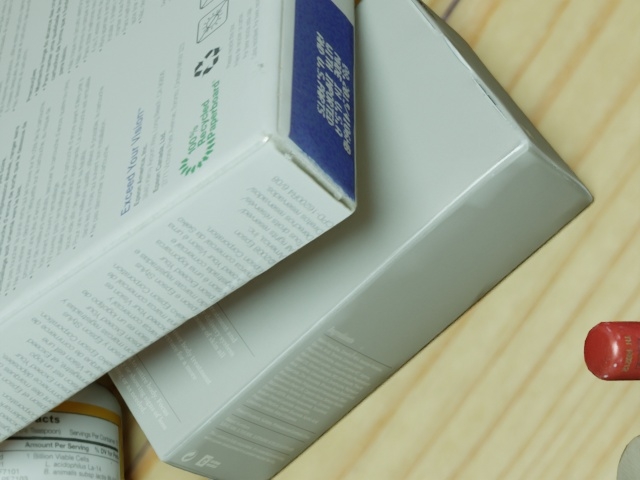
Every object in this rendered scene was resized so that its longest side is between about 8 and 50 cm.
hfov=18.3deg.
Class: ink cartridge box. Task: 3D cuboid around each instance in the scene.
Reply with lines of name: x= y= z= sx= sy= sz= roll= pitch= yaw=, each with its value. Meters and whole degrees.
ink cartridge box: x=-0.124 y=-0.052 z=0.993 sx=0.330 sy=0.071 sz=0.324 roll=-33 pitch=33 yaw=26

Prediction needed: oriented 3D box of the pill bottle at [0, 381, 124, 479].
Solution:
pill bottle: x=-0.157 y=0.143 z=1.009 sx=0.117 sy=0.117 sz=0.215 roll=-13 pitch=69 yaw=24

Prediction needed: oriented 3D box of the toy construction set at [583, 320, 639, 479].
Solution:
toy construction set: x=0.235 y=0.175 z=0.764 sx=0.257 sy=0.237 sz=0.309 roll=-34 pitch=59 yaw=57

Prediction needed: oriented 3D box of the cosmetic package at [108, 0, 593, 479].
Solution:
cosmetic package: x=0.000 y=0.000 z=0.982 sx=0.238 sy=0.107 sz=0.127 roll=-38 pitch=61 yaw=9
